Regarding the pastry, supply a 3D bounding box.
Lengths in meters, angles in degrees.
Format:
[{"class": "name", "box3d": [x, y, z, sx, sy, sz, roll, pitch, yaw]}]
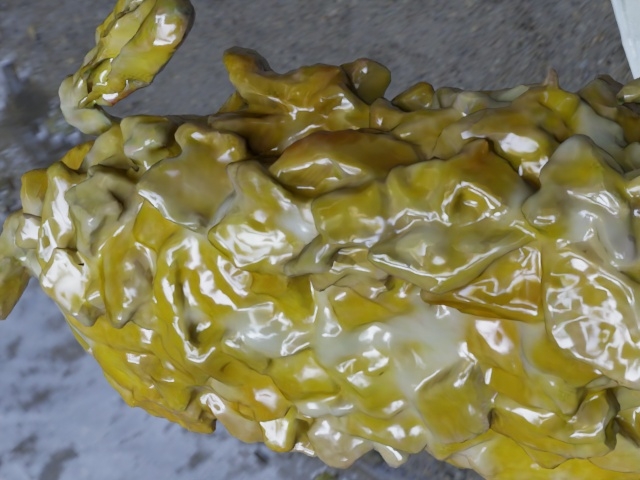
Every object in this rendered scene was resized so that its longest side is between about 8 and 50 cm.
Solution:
[{"class": "pastry", "box3d": [0.000, 0.000, 0.460, 0.250, 0.102, 0.154, 8, 139, 27]}]

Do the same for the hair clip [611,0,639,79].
[{"class": "hair clip", "box3d": [0.268, -0.250, 1.042, 0.113, 0.172, 0.282, 28, 115, 39]}]
